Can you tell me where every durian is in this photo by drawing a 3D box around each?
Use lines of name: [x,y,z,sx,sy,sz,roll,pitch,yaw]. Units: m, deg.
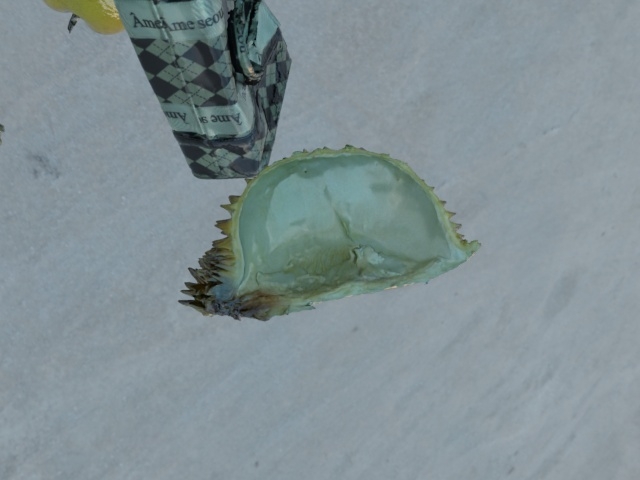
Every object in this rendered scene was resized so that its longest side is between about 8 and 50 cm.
durian: [0.000,0.000,0.581,0.252,0.139,0.145,-8,119,-14]

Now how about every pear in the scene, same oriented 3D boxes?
pear: [-0.357,-0.425,1.090,0.266,0.267,0.178,-17,136,-34]

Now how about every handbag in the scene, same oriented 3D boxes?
handbag: [-0.152,-0.341,1.002,0.416,0.180,0.317,75,26,-48]

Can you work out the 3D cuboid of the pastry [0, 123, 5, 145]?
pastry: [-0.533,-0.098,0.823,0.236,0.257,0.121,-55,-178,-11]
